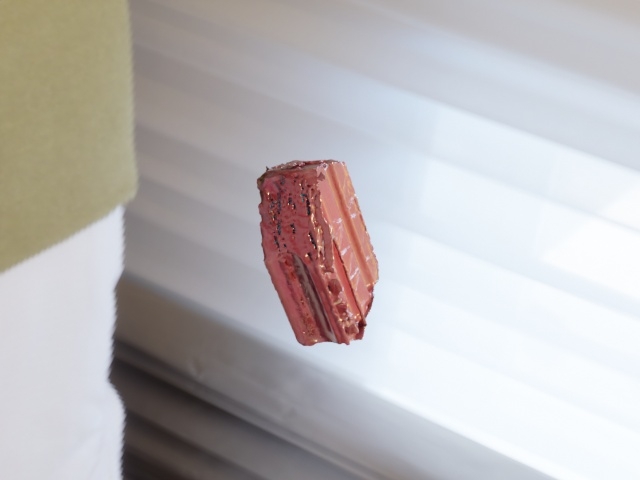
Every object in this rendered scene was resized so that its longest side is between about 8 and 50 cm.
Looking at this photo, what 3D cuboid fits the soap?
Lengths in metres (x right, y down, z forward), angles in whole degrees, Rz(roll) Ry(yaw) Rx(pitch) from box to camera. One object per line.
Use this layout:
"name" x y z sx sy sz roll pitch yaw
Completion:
"soap" 0.000 0.000 1.603 0.162 0.099 0.250 -64 145 -45
